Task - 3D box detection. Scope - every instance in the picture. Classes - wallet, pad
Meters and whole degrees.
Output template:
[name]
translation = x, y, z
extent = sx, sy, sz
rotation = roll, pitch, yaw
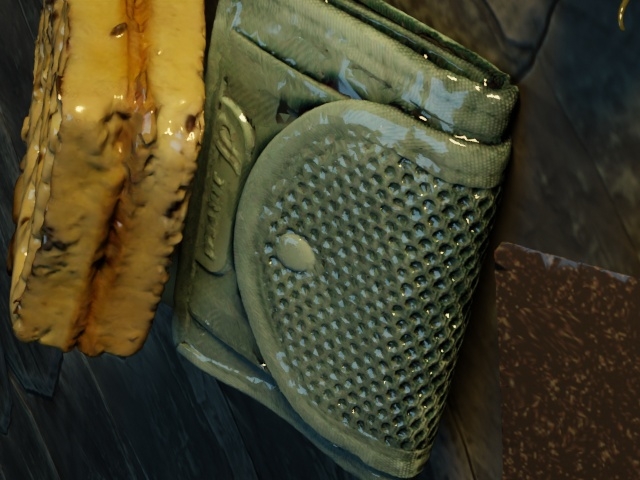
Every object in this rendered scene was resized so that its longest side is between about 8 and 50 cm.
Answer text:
[wallet]
translation = 0.000, 0.000, 1.012
extent = 0.237, 0.075, 0.342
rotation = 33, 130, 28
[pad]
translation = 0.191, 0.166, 0.806
extent = 0.220, 0.004, 0.330
rotation = 17, 126, 35

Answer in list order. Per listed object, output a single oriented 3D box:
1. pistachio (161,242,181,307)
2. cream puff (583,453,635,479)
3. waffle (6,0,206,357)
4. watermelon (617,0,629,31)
[pistachio]
translation = -0.083, 0.001, 1.234
extent = 0.226, 0.136, 0.136
rotation = -34, 76, 63
[cream puff]
translation = 0.170, 0.107, 0.847
extent = 0.083, 0.058, 0.083
rotation = 7, 99, 45
[waffle]
translation = -0.161, -0.135, 1.121
extent = 0.261, 0.114, 0.376
rotation = 110, 162, -47
[watermelon]
translation = 0.130, -0.155, 0.666
extent = 0.105, 0.105, 0.133
rotation = 146, 122, -66
